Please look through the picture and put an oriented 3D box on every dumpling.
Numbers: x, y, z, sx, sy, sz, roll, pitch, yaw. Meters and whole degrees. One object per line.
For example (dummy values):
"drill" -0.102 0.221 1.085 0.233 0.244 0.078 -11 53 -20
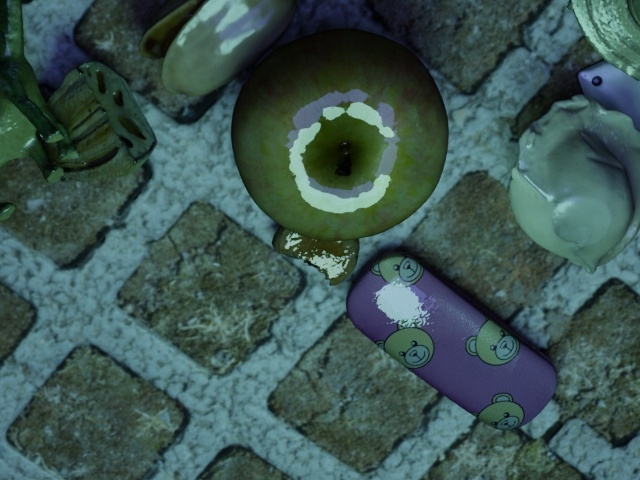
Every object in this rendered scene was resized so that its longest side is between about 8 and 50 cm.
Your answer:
"dumpling" 0.329 -0.072 1.825 0.193 0.147 0.258 -43 126 -13

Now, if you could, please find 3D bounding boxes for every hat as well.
"hat" 0.428 -0.299 1.752 0.252 0.110 0.252 -1 108 -3

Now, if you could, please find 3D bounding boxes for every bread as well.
"bread" 0.000 0.000 1.869 0.113 0.060 0.082 35 105 -18

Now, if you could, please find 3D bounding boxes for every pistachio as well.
"pistachio" -0.119 -0.259 1.722 0.206 0.131 0.129 -40 67 11

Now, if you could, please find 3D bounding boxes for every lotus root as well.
"lotus root" -0.274 -0.134 1.781 0.144 0.070 0.143 -24 92 39

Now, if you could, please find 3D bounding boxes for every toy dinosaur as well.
"toy dinosaur" -0.405 -0.196 1.760 0.447 0.087 0.301 -45 75 33

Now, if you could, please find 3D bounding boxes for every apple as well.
"apple" 0.023 -0.129 1.728 0.257 0.234 0.256 -1 111 -1

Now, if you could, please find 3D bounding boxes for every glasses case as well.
"glasses case" 0.173 0.134 1.927 0.316 0.076 0.123 37 103 -17

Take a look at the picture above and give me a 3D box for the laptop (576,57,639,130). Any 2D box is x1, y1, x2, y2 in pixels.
"laptop" 0.476 -0.181 1.859 0.269 0.015 0.187 -22 110 5
